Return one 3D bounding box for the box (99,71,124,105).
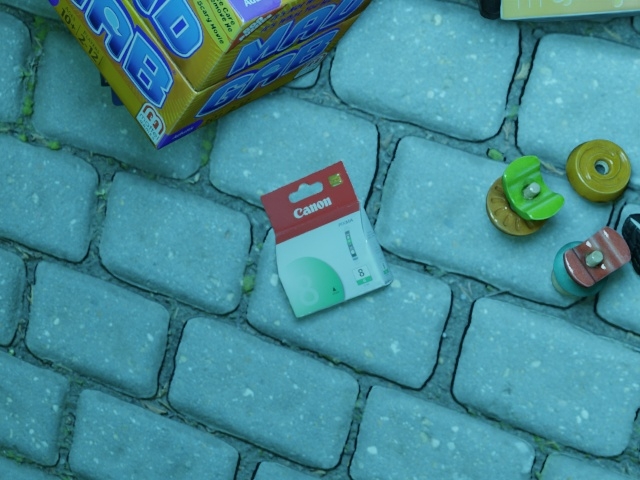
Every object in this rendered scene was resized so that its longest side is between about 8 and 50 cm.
[{"bbox_3d":[-0.335,-0.354,2.103,0.136,0.036,0.225,-1,102,24],"label":"box"}]

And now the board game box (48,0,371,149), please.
[{"bbox_3d":[-0.158,-0.423,1.767,0.356,0.356,0.356,54,144,5],"label":"board game box"}]

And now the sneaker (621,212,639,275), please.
[{"bbox_3d":[0.583,0.049,1.771,0.124,0.107,0.283,-34,63,-16],"label":"sneaker"}]

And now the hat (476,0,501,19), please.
[{"bbox_3d":[0.193,-0.482,1.699,0.134,0.331,0.331,2,102,26],"label":"hat"}]

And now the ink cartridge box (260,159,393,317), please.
[{"bbox_3d":[0.000,0.000,2.024,0.181,0.056,0.224,-22,93,25],"label":"ink cartridge box"}]

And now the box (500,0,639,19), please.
[{"bbox_3d":[0.441,-0.426,1.659,0.345,0.168,0.215,1,99,28],"label":"box"}]

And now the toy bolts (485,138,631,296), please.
[{"bbox_3d":[0.388,-0.026,1.834,0.218,0.158,0.228,-25,78,-14],"label":"toy bolts"}]
